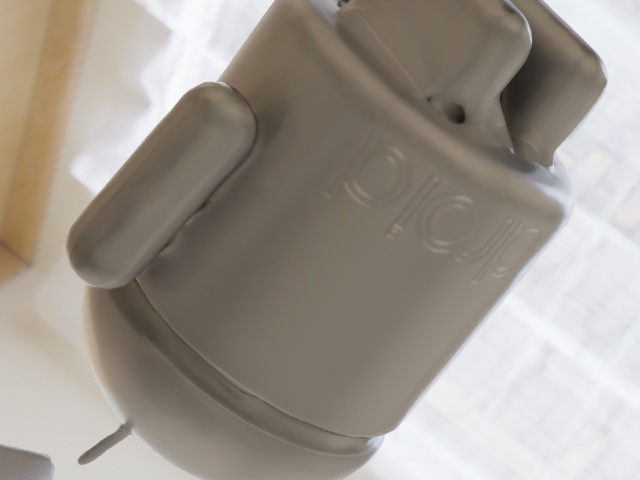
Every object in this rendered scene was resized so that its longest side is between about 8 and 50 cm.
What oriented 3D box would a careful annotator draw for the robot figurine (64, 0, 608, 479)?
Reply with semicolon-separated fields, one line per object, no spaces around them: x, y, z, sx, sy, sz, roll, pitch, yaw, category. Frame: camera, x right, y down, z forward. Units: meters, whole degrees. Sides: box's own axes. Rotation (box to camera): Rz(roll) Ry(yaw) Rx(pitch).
0.000;0.000;0.930;0.300;0.200;0.353;19;116;-42;robot figurine

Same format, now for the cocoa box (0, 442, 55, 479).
-0.285;0.188;0.701;0.347;0.228;0.231;40;47;-71;cocoa box
